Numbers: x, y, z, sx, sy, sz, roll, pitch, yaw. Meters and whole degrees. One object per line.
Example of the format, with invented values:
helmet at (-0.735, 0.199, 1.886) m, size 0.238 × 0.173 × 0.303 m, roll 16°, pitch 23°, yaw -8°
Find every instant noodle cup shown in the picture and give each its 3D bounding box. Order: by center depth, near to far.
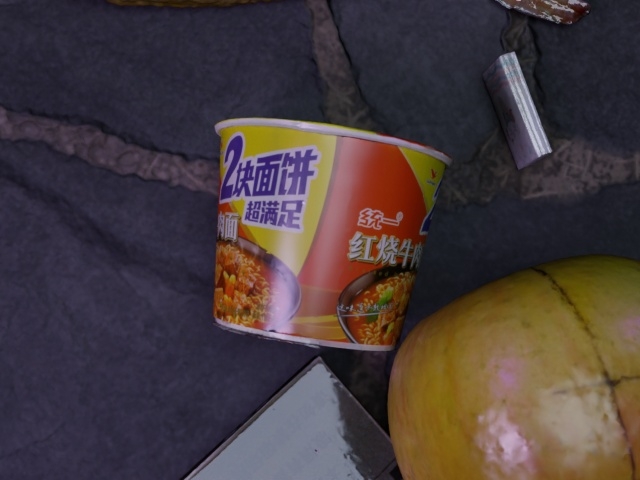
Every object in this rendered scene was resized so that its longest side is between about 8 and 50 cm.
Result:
instant noodle cup at (0.000, 0.000, 0.712) m, size 0.213 × 0.213 × 0.174 m, roll 8°, pitch 89°, yaw -6°

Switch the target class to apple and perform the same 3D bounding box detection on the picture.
apple at (0.194, 0.141, 0.650) m, size 0.286 × 0.286 × 0.233 m, roll -16°, pitch 76°, yaw -10°

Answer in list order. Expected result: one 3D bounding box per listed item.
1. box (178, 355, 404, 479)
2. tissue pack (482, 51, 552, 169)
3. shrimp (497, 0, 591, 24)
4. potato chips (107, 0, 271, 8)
box at (0.040, 0.284, 0.742) m, size 0.180 × 0.047 × 0.325 m, roll -42°, pitch 88°, yaw -12°
tissue pack at (0.196, -0.129, 0.823) m, size 0.023 × 0.056 × 0.108 m, roll -19°, pitch 83°, yaw -9°
shrimp at (0.274, -0.292, 0.866) m, size 0.251 × 0.052 × 0.144 m, roll 18°, pitch 90°, yaw 3°
potato chips at (-0.061, -0.273, 0.802) m, size 0.407 × 0.080 × 0.057 m, roll -8°, pitch 66°, yaw -7°
